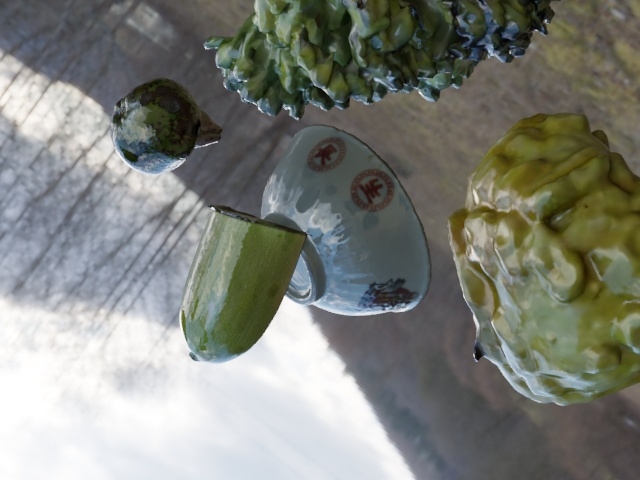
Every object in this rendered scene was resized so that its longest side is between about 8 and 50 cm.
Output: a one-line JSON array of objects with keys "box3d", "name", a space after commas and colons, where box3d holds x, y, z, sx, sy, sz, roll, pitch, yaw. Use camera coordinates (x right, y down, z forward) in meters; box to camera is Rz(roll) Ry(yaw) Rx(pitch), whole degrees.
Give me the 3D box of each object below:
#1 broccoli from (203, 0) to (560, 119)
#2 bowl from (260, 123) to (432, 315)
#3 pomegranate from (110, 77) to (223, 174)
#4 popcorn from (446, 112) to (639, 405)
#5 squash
[{"box3d": [0.063, -0.237, 1.025, 0.334, 0.324, 0.272, 0, 155, 31], "name": "broccoli"}, {"box3d": [0.000, 0.000, 1.678, 0.337, 0.157, 0.337, 38, 145, 33], "name": "bowl"}, {"box3d": [-0.217, -0.165, 1.498, 0.125, 0.138, 0.163, 46, -144, 4], "name": "pomegranate"}, {"box3d": [0.189, 0.021, 0.868, 0.233, 0.192, 0.266, 59, 173, -6], "name": "popcorn"}, {"box3d": [-0.100, 0.055, 1.213, 0.123, 0.186, 0.123, 22, -176, -1], "name": "squash"}]
